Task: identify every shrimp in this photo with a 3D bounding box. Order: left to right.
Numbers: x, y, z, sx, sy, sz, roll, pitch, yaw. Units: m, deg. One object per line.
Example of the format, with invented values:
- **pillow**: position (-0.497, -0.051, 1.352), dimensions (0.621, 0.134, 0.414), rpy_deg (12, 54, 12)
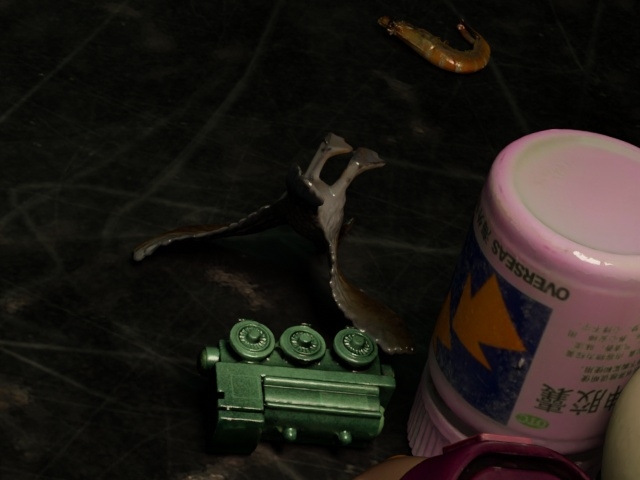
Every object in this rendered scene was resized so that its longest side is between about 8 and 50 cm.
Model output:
- **shrimp**: position (0.124, -0.220, 2.136), dimensions (0.127, 0.025, 0.091), rpy_deg (25, 39, 3)

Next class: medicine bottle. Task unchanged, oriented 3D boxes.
- **medicine bottle**: position (0.184, 0.072, 1.603), dimensions (0.178, 0.290, 0.178), rpy_deg (10, 39, -8)

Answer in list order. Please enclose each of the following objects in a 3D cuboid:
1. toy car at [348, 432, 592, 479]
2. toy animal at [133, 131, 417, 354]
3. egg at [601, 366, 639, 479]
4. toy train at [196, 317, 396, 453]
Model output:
- **toy car**: position (0.090, 0.311, 1.351), dimensions (0.271, 0.240, 0.340), rpy_deg (13, 59, -45)
- **toy animal**: position (0.007, -0.014, 1.761), dimensions (0.272, 0.160, 0.197), rpy_deg (31, 33, 16)
- **egg**: position (0.359, 0.211, 1.463), dimensions (0.283, 0.283, 0.345), rpy_deg (-25, 58, -40)
- **toy train**: position (-0.018, 0.127, 1.647), dimensions (0.170, 0.071, 0.111), rpy_deg (6, 50, -15)
